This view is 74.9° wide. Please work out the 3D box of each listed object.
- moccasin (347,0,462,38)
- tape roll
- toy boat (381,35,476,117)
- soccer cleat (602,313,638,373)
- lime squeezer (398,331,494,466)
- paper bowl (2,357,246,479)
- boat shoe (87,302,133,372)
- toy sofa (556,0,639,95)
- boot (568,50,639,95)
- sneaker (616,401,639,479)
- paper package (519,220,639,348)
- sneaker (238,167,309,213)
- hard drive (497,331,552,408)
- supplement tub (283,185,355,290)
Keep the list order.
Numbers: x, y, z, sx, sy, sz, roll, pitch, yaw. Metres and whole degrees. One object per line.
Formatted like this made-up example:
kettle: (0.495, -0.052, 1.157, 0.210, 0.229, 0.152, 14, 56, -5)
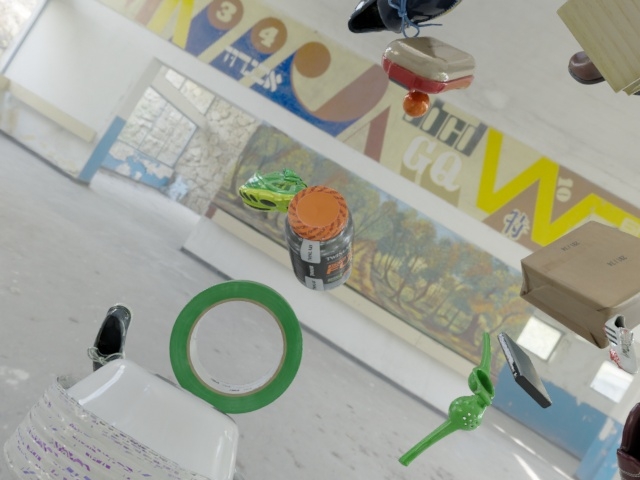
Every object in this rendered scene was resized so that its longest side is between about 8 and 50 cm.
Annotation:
moccasin: (0.185, -0.517, 0.944, 0.138, 0.117, 0.342, 49, -11, -26)
tape roll: (-0.205, 0.260, 1.045, 0.321, 0.321, 0.077, 31, -5, -5)
toy boat: (0.221, -0.335, 0.886, 0.151, 0.151, 0.231, 40, 45, 24)
soccer cleat: (0.396, 0.134, 0.546, 0.029, 0.036, 0.083, 14, 41, 6)
lime squeezer: (0.262, 0.278, 0.740, 0.059, 0.310, 0.110, 40, -27, 12)
paper bowl: (-0.223, 0.261, 0.543, 0.284, 0.148, 0.284, 24, -25, 12)
boat shoe: (-0.587, 0.301, 1.163, 0.095, 0.255, 0.079, 23, 11, -7)
toy sofa: (0.518, -0.340, 0.644, 0.362, 0.177, 0.150, -22, 79, -48)
boot: (0.640, -0.484, 0.929, 0.280, 0.096, 0.264, 58, 14, -33)
sneaker: (0.523, 0.267, 0.549, 0.106, 0.281, 0.163, -147, -146, -83)
paper package: (0.834, 0.114, 1.263, 0.309, 0.324, 0.168, 43, -24, 54)
sneaker: (-0.073, -0.128, 1.064, 0.295, 0.124, 0.109, 15, -23, 24)
hard drive: (0.409, 0.258, 0.845, 0.094, 0.022, 0.135, 43, 22, -11)
supplement tub: (0.000, 0.000, 0.709, 0.117, 0.117, 0.190, 31, -23, 19)
